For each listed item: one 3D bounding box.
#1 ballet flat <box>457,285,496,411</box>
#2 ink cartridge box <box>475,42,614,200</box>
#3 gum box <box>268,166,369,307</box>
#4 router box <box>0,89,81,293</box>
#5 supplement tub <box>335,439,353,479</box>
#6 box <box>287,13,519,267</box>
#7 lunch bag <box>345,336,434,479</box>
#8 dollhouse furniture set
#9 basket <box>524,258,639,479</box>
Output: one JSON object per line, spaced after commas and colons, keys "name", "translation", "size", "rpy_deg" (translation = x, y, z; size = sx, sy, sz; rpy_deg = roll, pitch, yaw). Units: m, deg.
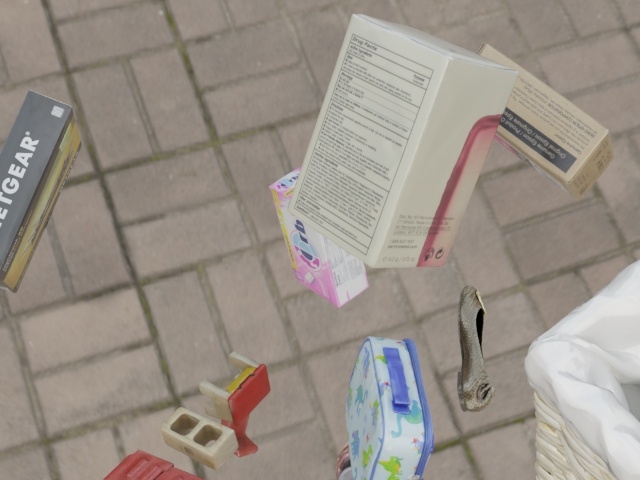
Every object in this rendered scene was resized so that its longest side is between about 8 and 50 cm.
{"name": "ballet flat", "translation": [0.264, 0.178, 1.669], "size": [0.058, 0.084, 0.249], "rpy_deg": [-11, 43, 20]}
{"name": "ink cartridge box", "translation": [0.285, -0.150, 1.318], "size": [0.193, 0.235, 0.088], "rpy_deg": [39, 99, 17]}
{"name": "gum box", "translation": [0.000, 0.000, 1.442], "size": [0.062, 0.188, 0.107], "rpy_deg": [-33, 39, -24]}
{"name": "router box", "translation": [-0.513, -0.076, 1.709], "size": [0.081, 0.243, 0.308], "rpy_deg": [22, 78, -6]}
{"name": "supplement tub", "translation": [0.086, 0.359, 1.628], "size": [0.106, 0.198, 0.106], "rpy_deg": [4, 103, 16]}
{"name": "box", "translation": [0.085, -0.103, 1.061], "size": [0.127, 0.232, 0.149], "rpy_deg": [1, 25, -45]}
{"name": "lunch bag", "translation": [0.098, 0.255, 1.430], "size": [0.090, 0.176, 0.219], "rpy_deg": [5, 36, -10]}
{"name": "dollhouse furniture set", "translation": [-0.185, 0.390, 1.653], "size": [0.152, 0.201, 0.374], "rpy_deg": [18, 43, 30]}
{"name": "basket", "translation": [0.340, 0.131, 0.571], "size": [0.331, 0.266, 0.328], "rpy_deg": [-36, 60, -12]}
